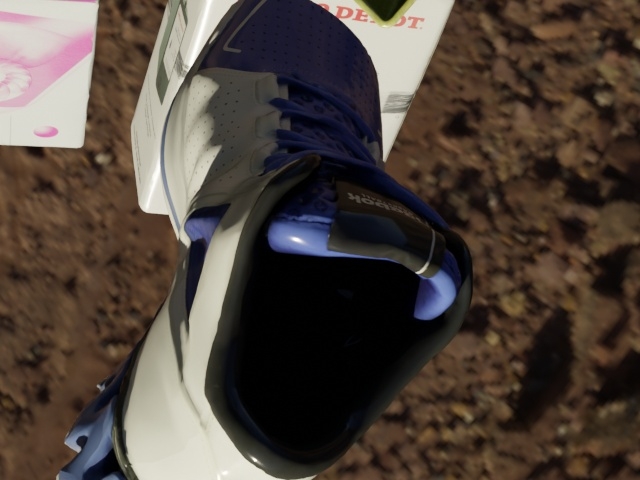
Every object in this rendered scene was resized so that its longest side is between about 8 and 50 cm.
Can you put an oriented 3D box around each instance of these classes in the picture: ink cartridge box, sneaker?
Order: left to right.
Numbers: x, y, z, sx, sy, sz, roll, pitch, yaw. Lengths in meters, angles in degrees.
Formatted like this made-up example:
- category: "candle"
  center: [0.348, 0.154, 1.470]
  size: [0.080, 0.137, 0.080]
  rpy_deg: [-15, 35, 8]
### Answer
- category: "ink cartridge box"
  center: [-0.334, -0.176, 1.277]
  size: [0.324, 0.071, 0.330]
  rpy_deg: [2, 156, -10]
- category: "ink cartridge box"
  center: [-0.032, -0.154, 1.462]
  size: [0.211, 0.121, 0.289]
  rpy_deg: [6, 135, -19]
- category: "sneaker"
  center: [0.000, 0.001, 0.754]
  size: [0.127, 0.315, 0.182]
  rpy_deg: [30, 140, -20]

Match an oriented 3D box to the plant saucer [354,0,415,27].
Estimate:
- category: "plant saucer"
  center: [0.057, -0.292, 1.293]
  size: [0.188, 0.188, 0.045]
  rpy_deg: [-48, 165, 18]
